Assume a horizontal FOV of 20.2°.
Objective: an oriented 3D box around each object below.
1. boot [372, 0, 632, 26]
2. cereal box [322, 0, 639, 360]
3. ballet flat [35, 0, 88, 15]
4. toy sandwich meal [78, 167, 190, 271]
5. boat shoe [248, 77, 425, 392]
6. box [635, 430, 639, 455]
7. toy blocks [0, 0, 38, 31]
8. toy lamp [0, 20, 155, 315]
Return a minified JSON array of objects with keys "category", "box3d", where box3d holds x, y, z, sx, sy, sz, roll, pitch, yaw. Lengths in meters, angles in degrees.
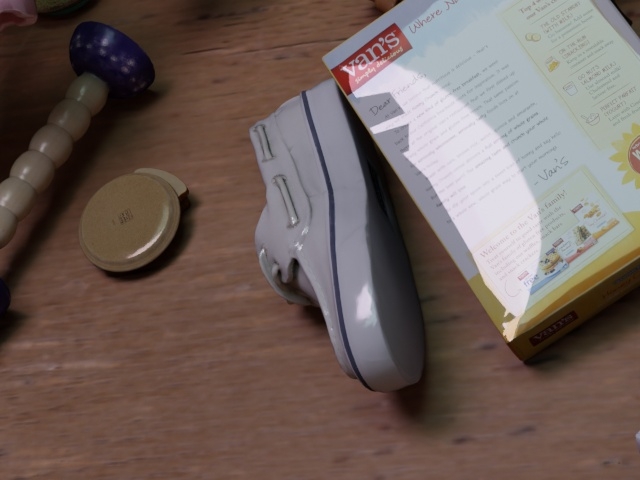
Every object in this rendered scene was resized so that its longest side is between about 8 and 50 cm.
[{"category":"boot","box3d":[0.158,-0.246,1.265,0.220,0.109,0.283,27,80,35]},{"category":"cereal box","box3d":[0.130,-0.069,1.116,0.173,0.047,0.240,-34,63,6]},{"category":"ballet flat","box3d":[-0.218,-0.344,1.509,0.123,0.123,0.349,-7,51,20]},{"category":"toy sandwich meal","box3d":[-0.130,-0.012,1.259,0.085,0.029,0.086,-9,62,16]},{"category":"boat shoe","box3d":[0.000,0.000,1.143,0.088,0.096,0.267,-24,46,11]},{"category":"box","box3d":[0.332,0.105,0.881,0.231,0.127,0.262,-45,50,-16]},{"category":"toy blocks","box3d":[-0.276,-0.164,1.291,0.288,0.309,0.260,-11,88,52]},{"category":"toy lamp","box3d":[-0.214,-0.033,1.282,0.080,0.080,0.275,14,60,33]}]
